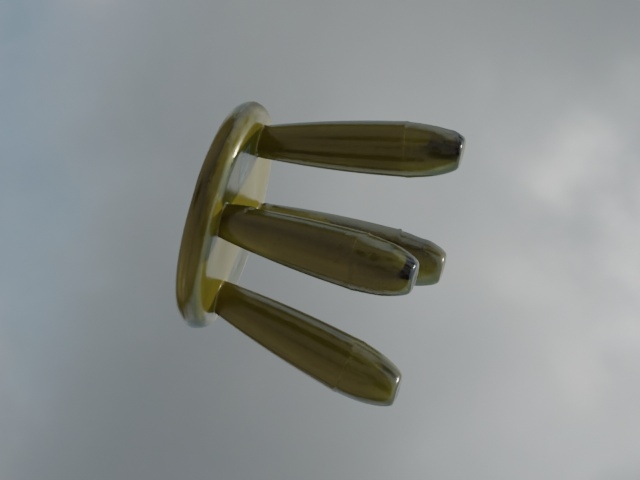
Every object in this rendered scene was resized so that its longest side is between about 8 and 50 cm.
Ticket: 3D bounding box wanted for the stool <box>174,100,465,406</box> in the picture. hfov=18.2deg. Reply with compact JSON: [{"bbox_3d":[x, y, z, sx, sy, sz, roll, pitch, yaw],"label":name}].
[{"bbox_3d":[0.000,0.000,0.939,0.110,0.135,0.134,17,-86,10],"label":"stool"}]
